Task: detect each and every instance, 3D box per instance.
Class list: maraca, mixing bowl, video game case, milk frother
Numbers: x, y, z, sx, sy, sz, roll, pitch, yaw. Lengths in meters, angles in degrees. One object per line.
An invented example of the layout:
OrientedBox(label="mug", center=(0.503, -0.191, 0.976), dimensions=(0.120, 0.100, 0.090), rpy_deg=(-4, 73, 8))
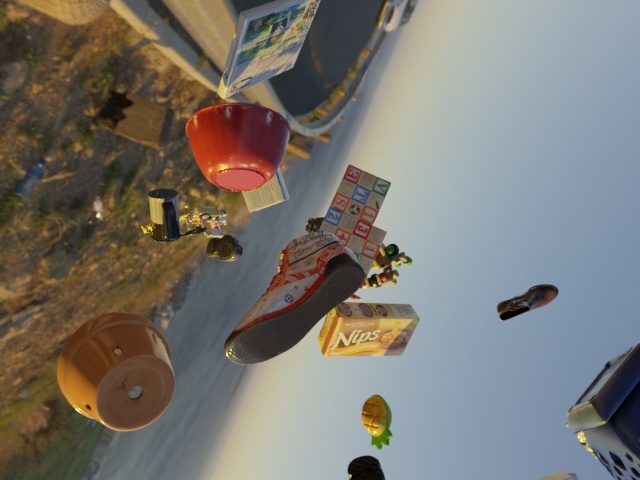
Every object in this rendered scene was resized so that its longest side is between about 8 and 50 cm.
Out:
OrientedBox(label="maraca", center=(0.198, 0.628, 1.934), dimensions=(0.127, 0.099, 0.186), rpy_deg=(-47, -139, 39))
OrientedBox(label="mixing bowl", center=(-0.139, -0.146, 0.955), dimensions=(0.181, 0.181, 0.098), rpy_deg=(114, -25, -68))
OrientedBox(label="video game case", center=(-0.153, -0.595, 1.679), dimensions=(0.329, 0.036, 0.300), rpy_deg=(-38, 169, -37))
OrientedBox(label="milk frother", center=(-0.405, -0.072, 1.588), dimensions=(0.143, 0.129, 0.135), rpy_deg=(-22, 126, -41))

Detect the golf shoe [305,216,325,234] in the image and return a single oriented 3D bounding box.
OrientedBox(label="golf shoe", center=(0.000, 0.000, 1.794), dimensions=(0.077, 0.093, 0.198), rpy_deg=(50, 33, -48))

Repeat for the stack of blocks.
OrientedBox(label="stack of blocks", center=(0.092, -0.035, 1.526), dimensions=(0.087, 0.171, 0.297), rpy_deg=(99, 15, -86))

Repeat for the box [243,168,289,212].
OrientedBox(label="box", center=(-0.193, -0.177, 1.910), dimensions=(0.072, 0.137, 0.126), rpy_deg=(-29, 101, -78))

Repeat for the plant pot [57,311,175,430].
OrientedBox(label="plant pot", center=(-0.506, 0.355, 1.443), dimensions=(0.203, 0.290, 0.291), rpy_deg=(22, -93, 52))

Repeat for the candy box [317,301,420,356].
OrientedBox(label="candy box", center=(0.165, 0.309, 1.929), dimensions=(0.088, 0.316, 0.183), rpy_deg=(-117, -141, -51))

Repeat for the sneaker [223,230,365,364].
OrientedBox(label="sneaker", center=(-0.058, 0.092, 0.964), dimensions=(0.270, 0.090, 0.145), rpy_deg=(-37, -145, 3))

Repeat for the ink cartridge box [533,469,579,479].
OrientedBox(label="ink cartridge box", center=(0.644, 0.699, 1.523), dimensions=(0.143, 0.092, 0.090), rpy_deg=(-22, 171, 0))

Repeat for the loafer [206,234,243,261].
OrientedBox(label="loafer", center=(-0.375, 0.036, 2.293), dimensions=(0.302, 0.095, 0.109), rpy_deg=(2, -101, 58))

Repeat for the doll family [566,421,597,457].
OrientedBox(label="doll family", center=(0.845, 0.539, 1.595), dimensions=(0.118, 0.262, 0.163), rpy_deg=(-57, 130, -60))

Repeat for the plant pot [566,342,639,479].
OrientedBox(label="plant pot", center=(0.644, 0.349, 1.103), dimensions=(0.236, 0.212, 0.236), rpy_deg=(-43, 158, -13))

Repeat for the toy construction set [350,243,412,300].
OrientedBox(label="toy construction set", center=(0.242, 0.133, 2.334), dimensions=(0.309, 0.237, 0.257), rpy_deg=(-48, -132, 13))

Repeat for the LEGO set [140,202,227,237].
OrientedBox(label="LEGO set", center=(-0.407, -0.043, 1.751), dimensions=(0.286, 0.107, 0.132), rpy_deg=(-10, 166, -41))

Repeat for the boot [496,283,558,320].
OrientedBox(label="boot", center=(0.806, 0.248, 2.154), dimensions=(0.248, 0.090, 0.207), rpy_deg=(-22, 179, 16))

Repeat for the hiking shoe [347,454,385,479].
OrientedBox(label="hiking shoe", center=(0.138, 0.654, 1.269), dimensions=(0.132, 0.113, 0.304), rpy_deg=(71, 9, -48))
